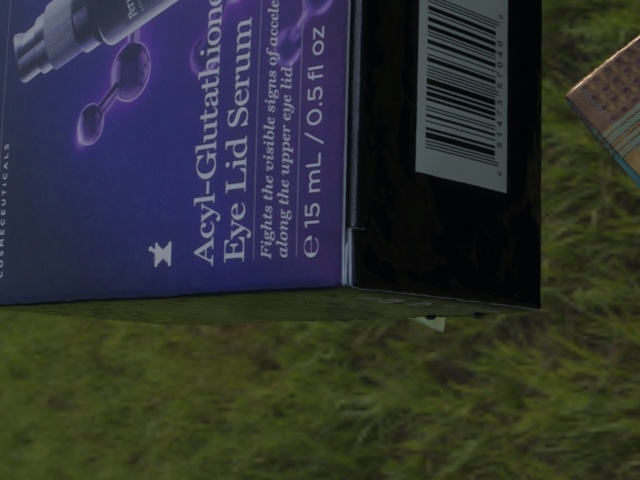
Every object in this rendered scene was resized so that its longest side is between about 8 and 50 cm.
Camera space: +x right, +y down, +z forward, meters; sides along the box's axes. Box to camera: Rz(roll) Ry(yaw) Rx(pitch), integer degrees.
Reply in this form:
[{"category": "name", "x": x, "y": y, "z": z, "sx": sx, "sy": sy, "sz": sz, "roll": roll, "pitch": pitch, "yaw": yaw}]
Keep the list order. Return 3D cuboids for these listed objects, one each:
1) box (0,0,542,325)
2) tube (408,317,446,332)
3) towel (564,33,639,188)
[{"category": "box", "x": -0.029, "y": -0.047, "z": 0.508, "sx": 0.207, "sy": 0.108, "sz": 0.153, "roll": -6, "pitch": 80, "yaw": 42}, {"category": "tube", "x": 0.000, "y": 0.000, "z": 1.135, "sx": 0.062, "sy": 0.240, "sz": 0.070, "roll": -131, "pitch": 61, "yaw": -81}, {"category": "towel", "x": 0.458, "y": -0.092, "z": 1.338, "sx": 0.370, "sy": 0.271, "sz": 0.040, "roll": 53, "pitch": -177, "yaw": 21}]
